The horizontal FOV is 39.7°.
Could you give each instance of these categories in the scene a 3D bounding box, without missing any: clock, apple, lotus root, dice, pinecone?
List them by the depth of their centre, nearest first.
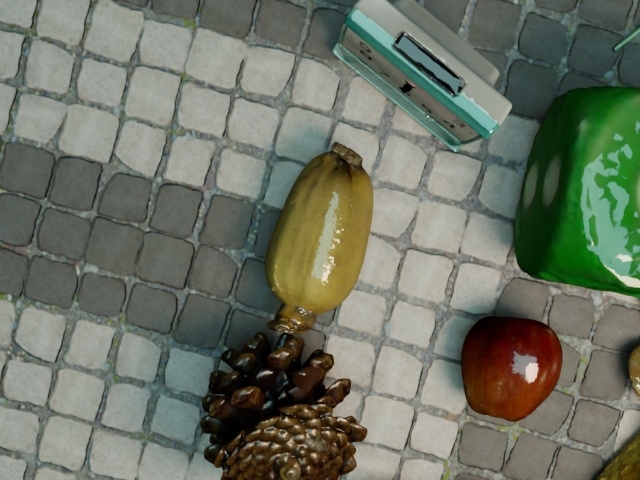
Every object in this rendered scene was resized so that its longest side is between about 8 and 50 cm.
[{"bbox_3d":[0.462,-0.058,1.294,0.297,0.300,0.287,7,91,0],"label":"dice"},{"bbox_3d":[0.155,-0.260,1.307,0.262,0.231,0.116,37,89,-3],"label":"clock"},{"bbox_3d":[-0.060,0.255,1.335,0.264,0.264,0.264,0,94,-1],"label":"pinecone"},{"bbox_3d":[-0.002,-0.001,1.371,0.146,0.131,0.304,17,91,22],"label":"lotus root"},{"bbox_3d":[0.292,0.198,1.376,0.156,0.147,0.158,9,81,24],"label":"apple"}]

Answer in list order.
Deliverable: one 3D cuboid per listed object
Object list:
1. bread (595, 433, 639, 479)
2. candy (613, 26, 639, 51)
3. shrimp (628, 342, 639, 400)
[{"bbox_3d":[0.535,0.443,1.397,0.204,0.162,0.262,40,59,0],"label":"bread"},{"bbox_3d":[0.548,-0.364,1.402,0.201,0.060,0.060,-36,94,9],"label":"candy"},{"bbox_3d":[0.577,0.248,1.427,0.217,0.051,0.115,34,69,-10],"label":"shrimp"}]
